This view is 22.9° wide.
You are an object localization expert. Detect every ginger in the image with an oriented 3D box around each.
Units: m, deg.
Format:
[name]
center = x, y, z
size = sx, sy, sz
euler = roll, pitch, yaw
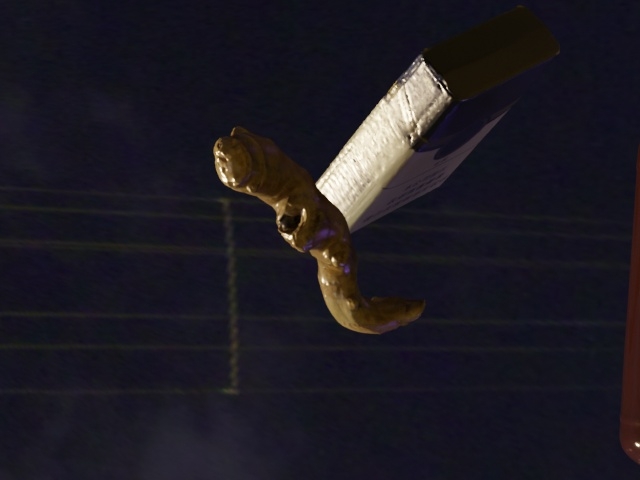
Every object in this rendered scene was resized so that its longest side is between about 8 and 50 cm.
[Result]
[ginger]
center = 0.000, 0.000, 1.347
size = 0.075, 0.089, 0.288
euler = -34, -52, 9

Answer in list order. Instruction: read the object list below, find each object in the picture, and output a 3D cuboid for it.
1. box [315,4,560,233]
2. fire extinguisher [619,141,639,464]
[box]
center = 0.113, -0.119, 1.594
size = 0.168, 0.259, 0.071
euler = -28, -103, -37
[fire extinguisher]
center = 0.288, 0.066, 1.154
size = 0.135, 0.114, 0.337
euler = 7, -93, -14
